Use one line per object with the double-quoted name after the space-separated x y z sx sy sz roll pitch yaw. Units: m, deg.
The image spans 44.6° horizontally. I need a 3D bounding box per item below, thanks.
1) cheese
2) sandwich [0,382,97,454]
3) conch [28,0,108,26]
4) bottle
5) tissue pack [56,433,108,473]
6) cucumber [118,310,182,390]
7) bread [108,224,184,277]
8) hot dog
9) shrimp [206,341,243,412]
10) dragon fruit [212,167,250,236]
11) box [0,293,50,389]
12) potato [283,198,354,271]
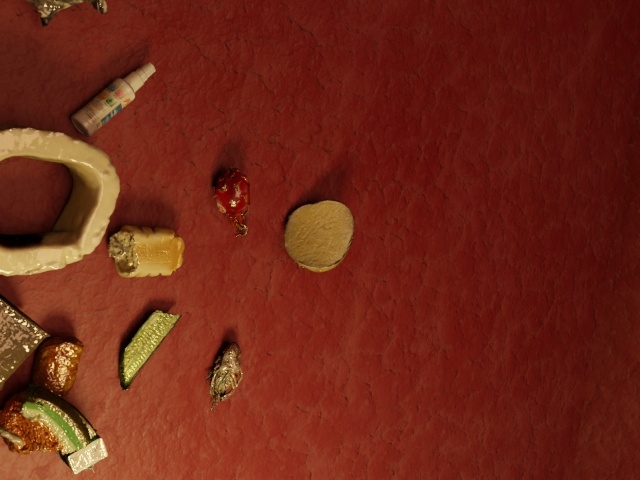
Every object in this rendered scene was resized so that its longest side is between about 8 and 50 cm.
-0.583 -0.082 1.567 0.332 0.153 0.292 -3 101 -38 "cheese"
-0.585 0.399 1.638 0.160 0.109 0.185 -43 107 -2 "sandwich"
-0.529 -0.536 1.470 0.313 0.241 0.186 28 67 -26 "conch"
-0.444 -0.314 1.693 0.217 0.060 0.060 -48 124 -21 "bottle"
-0.535 0.469 1.740 0.085 0.111 0.079 -27 116 -32 "tissue pack"
-0.422 0.244 1.833 0.070 0.046 0.220 47 68 -33 "cucumber"
-0.397 0.025 1.783 0.177 0.084 0.119 4 98 -40 "bread"
-0.571 0.274 1.702 0.099 0.065 0.147 7 106 -40 "hot dog"
-0.245 0.350 1.985 0.190 0.075 0.073 -66 162 4 "shrimp"
-0.211 -0.085 1.917 0.094 0.094 0.190 -27 126 -33 "dragon fruit"
-0.689 0.139 1.504 0.143 0.184 0.273 -50 125 -16 "box"
0.000 0.000 2.082 0.117 0.182 0.202 82 21 -65 "potato"
